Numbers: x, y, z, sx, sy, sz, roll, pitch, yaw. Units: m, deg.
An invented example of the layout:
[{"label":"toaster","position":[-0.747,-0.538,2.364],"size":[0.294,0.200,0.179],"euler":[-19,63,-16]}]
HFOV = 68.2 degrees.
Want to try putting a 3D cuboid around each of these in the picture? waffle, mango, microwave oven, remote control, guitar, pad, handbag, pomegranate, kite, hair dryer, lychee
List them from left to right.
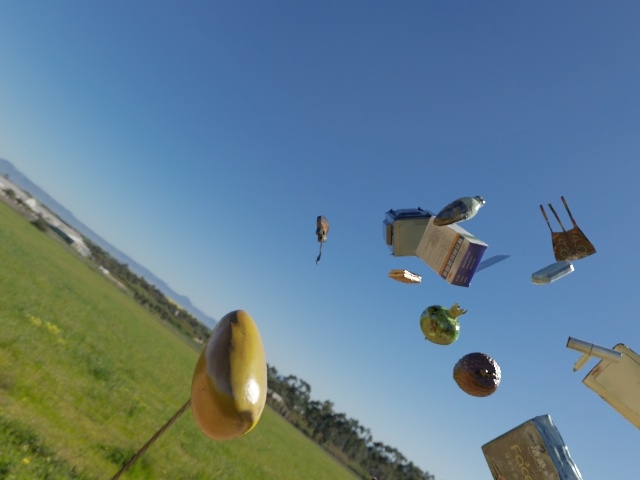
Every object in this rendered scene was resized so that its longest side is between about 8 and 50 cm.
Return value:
[{"label":"mango","position":[-0.299,0.445,1.603],"size":[0.232,0.446,0.300],"euler":[-11,-42,11]},{"label":"guitar","position":[0.000,0.000,2.034],"size":[0.025,0.234,0.088],"euler":[-6,-33,24]},{"label":"waffle","position":[0.410,0.176,2.298],"size":[0.148,0.043,0.102],"euler":[21,-18,-41]},{"label":"microwave oven","position":[0.486,-0.057,2.521],"size":[0.286,0.219,0.355],"euler":[-2,10,2]},{"label":"pomegranate","position":[0.611,0.405,2.346],"size":[0.211,0.263,0.211],"euler":[38,20,-16]},{"label":"lychee","position":[0.394,0.339,1.197],"size":[0.114,0.114,0.146],"euler":[36,-21,3]},{"label":"pad","position":[0.904,0.096,2.581],"size":[0.063,0.314,0.375],"euler":[65,6,4]},{"label":"remote control","position":[1.134,0.157,2.316],"size":[0.104,0.247,0.052],"euler":[8,-66,63]},{"label":"kite","position":[0.960,-0.042,1.860],"size":[0.152,0.015,0.286],"euler":[-19,-70,39]},{"label":"hair dryer","position":[0.888,0.400,1.561],"size":[0.154,0.044,0.183],"euler":[17,-37,31]},{"label":"handbag","position":[1.281,0.614,1.889],"size":[0.358,0.237,0.160],"euler":[45,13,32]}]

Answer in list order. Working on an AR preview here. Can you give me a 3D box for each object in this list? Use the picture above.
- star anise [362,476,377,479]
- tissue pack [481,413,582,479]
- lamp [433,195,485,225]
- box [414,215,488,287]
[{"label":"star anise","position":[0.187,1.055,1.961],"size":[0.233,0.177,0.073],"euler":[24,-39,39]},{"label":"tissue pack","position":[0.682,0.735,1.548],"size":[0.316,0.103,0.228],"euler":[114,-34,-48]},{"label":"lamp","position":[0.568,-0.119,1.943],"size":[0.101,0.250,0.101],"euler":[52,-22,32]},{"label":"box","position":[0.555,0.041,2.037],"size":[0.106,0.200,0.299],"euler":[11,19,-26]}]
